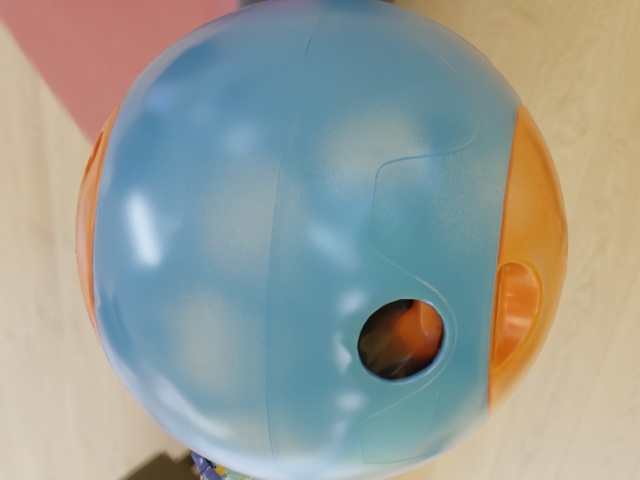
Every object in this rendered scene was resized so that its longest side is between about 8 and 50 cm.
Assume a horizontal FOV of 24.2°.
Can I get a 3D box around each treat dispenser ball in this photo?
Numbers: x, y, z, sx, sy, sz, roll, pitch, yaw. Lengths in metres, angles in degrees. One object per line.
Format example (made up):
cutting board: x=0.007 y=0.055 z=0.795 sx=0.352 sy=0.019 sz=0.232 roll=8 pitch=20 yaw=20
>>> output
treat dispenser ball: x=0.000 y=0.000 z=0.881 sx=0.288 sy=0.288 sz=0.288 roll=37 pitch=147 yaw=29

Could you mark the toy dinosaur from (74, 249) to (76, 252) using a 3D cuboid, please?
toy dinosaur: x=-0.206 y=0.004 z=1.606 sx=0.118 sy=0.064 sz=0.268 roll=-56 pitch=33 yaw=26

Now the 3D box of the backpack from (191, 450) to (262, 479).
backpack: x=-0.014 y=0.144 z=1.299 sx=0.173 sy=0.158 sz=0.117 roll=-44 pitch=37 yaw=29
